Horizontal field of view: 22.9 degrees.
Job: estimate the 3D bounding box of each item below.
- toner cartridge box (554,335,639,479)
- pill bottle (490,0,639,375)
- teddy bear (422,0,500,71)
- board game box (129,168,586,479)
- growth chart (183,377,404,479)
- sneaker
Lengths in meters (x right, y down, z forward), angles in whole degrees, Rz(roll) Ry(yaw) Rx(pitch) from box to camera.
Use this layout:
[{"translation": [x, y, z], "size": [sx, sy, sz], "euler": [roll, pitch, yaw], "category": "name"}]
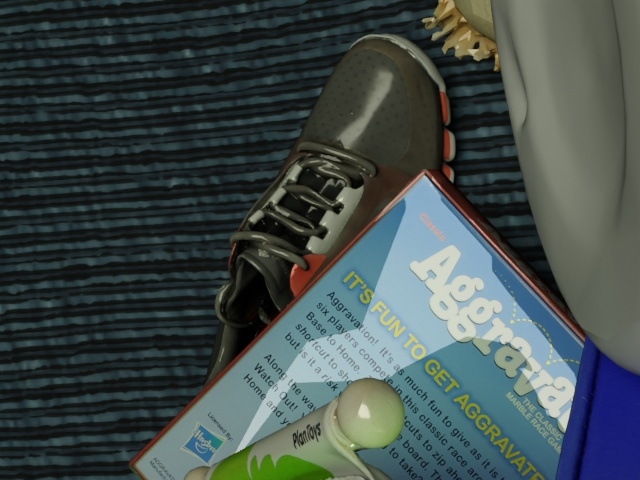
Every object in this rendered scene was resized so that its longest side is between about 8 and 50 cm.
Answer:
[{"translation": [0.232, 0.063, 0.346], "size": [0.348, 0.165, 0.075], "euler": [-2, 110, 16], "category": "toner cartridge box"}, {"translation": [0.193, -0.068, 0.373], "size": [0.283, 0.160, 0.160], "euler": [-9, 78, -5], "category": "pill bottle"}, {"translation": [0.135, -0.204, 0.512], "size": [0.245, 0.113, 0.338], "euler": [-7, 88, 32], "category": "teddy bear"}, {"translation": [0.080, 0.127, 0.496], "size": [0.145, 0.027, 0.281], "euler": [-45, 79, 15], "category": "board game box"}, {"translation": [0.027, 0.146, 0.370], "size": [0.172, 0.021, 0.237], "euler": [130, 125, -62], "category": "growth chart"}, {"translation": [0.000, 0.000, 0.559], "size": [0.061, 0.065, 0.158], "euler": [18, 92, 28], "category": "sneaker"}]
